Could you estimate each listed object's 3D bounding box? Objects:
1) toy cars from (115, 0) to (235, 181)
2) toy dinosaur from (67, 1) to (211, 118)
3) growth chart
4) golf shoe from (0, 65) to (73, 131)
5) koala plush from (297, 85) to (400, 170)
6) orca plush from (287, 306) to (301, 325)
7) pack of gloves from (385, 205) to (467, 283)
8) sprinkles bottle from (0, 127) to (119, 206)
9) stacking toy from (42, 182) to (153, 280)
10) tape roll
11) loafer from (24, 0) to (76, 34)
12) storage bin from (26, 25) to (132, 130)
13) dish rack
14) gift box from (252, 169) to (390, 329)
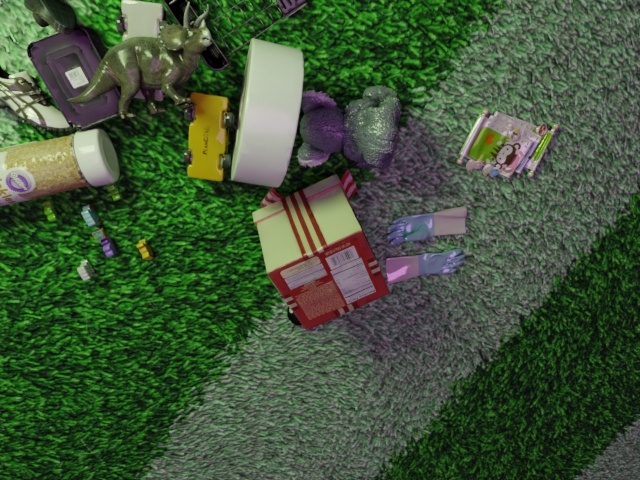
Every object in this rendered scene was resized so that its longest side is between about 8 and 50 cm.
[{"bbox_3d":[-0.300,-0.312,1.026,0.177,0.087,0.393,-30,111,13],"label":"toy cars"},{"bbox_3d":[-0.332,-0.329,0.926,0.314,0.121,0.160,-10,102,10],"label":"toy dinosaur"},{"bbox_3d":[0.478,-0.242,1.234,0.238,0.021,0.171,9,112,-14],"label":"growth chart"},{"bbox_3d":[-0.596,-0.292,0.981,0.198,0.077,0.093,23,106,-20],"label":"golf shoe"},{"bbox_3d":[0.056,-0.249,1.072,0.222,0.203,0.196,6,111,0],"label":"koala plush"},{"bbox_3d":[0.026,0.134,1.262,0.287,0.102,0.151,-33,114,4],"label":"orca plush"},{"bbox_3d":[0.292,0.021,1.296,0.232,0.046,0.194,-10,113,-6],"label":"pack of gloves"},{"bbox_3d":[-0.624,-0.144,1.015,0.356,0.121,0.121,-13,114,-4],"label":"sprinkles bottle"},{"bbox_3d":[-0.519,-0.025,1.126,0.167,0.052,0.221,-21,113,-3],"label":"stacking toy"},{"bbox_3d":[-0.114,-0.254,0.975,0.100,0.286,0.285,7,111,-13],"label":"tape roll"},{"bbox_3d":[-0.514,-0.431,0.909,0.062,0.170,0.061,3,131,-52],"label":"loafer"},{"bbox_3d":[-0.486,-0.332,0.981,0.122,0.084,0.180,-22,116,-1],"label":"storage bin"},{"bbox_3d":[-0.168,-0.505,0.973,0.272,0.074,0.208,-33,115,4],"label":"dish rack"},{"bbox_3d":[0.000,0.000,1.112,0.255,0.258,0.276,-21,130,1],"label":"gift box"}]
